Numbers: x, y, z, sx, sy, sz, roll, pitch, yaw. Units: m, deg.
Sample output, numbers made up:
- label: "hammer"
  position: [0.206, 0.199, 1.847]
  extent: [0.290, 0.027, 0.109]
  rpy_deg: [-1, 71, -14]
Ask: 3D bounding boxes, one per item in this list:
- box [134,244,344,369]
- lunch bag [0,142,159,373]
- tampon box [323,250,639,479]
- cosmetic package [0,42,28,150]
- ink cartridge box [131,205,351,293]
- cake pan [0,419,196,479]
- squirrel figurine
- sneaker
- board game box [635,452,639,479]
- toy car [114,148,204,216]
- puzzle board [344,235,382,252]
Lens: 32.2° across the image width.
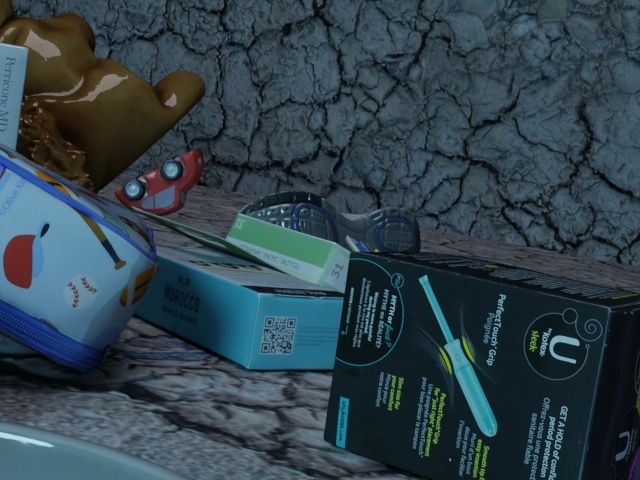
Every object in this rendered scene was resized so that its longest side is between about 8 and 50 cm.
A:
- label: "box"
  position: [-0.081, 0.051, 0.947]
  extent: [0.101, 0.060, 0.244]
  rpy_deg: [5, 6, -36]
- label: "lunch bag"
  position: [-0.247, -0.018, 0.799]
  extent: [0.243, 0.115, 0.303]
  rpy_deg: [30, -4, -17]
- label: "tampon box"
  position: [0.101, 0.077, 0.650]
  extent: [0.161, 0.120, 0.101]
  rpy_deg: [13, 7, 33]
- label: "cosmetic package"
  position: [-0.424, -0.100, 1.102]
  extent: [0.225, 0.224, 0.138]
  rpy_deg: [6, 6, -28]
- label: "ink cartridge box"
  position: [-0.046, 0.010, 1.089]
  extent: [0.235, 0.056, 0.171]
  rpy_deg: [34, -11, -38]
- label: "cake pan"
  position: [-0.144, 0.106, 0.292]
  extent: [0.293, 0.054, 0.293]
  rpy_deg: [9, 5, -1]
- label: "squirrel figurine"
  position: [-0.403, -0.193, 1.359]
  extent: [0.281, 0.370, 0.397]
  rpy_deg: [-34, 14, 28]
- label: "sneaker"
  position: [0.000, 0.000, 1.566]
  extent: [0.297, 0.111, 0.129]
  rpy_deg: [10, -12, -37]
- label: "board game box"
  position: [0.318, 0.129, 0.758]
  extent: [0.319, 0.065, 0.318]
  rpy_deg: [5, 6, -35]
- label: "toy car"
  position: [-0.244, -0.012, 1.166]
  extent: [0.239, 0.053, 0.225]
  rpy_deg: [-31, 8, -29]
- label: "puzzle board"
  position: [0.082, 0.050, 1.047]
  extent: [0.096, 0.011, 0.128]
  rpy_deg: [28, 20, -47]
